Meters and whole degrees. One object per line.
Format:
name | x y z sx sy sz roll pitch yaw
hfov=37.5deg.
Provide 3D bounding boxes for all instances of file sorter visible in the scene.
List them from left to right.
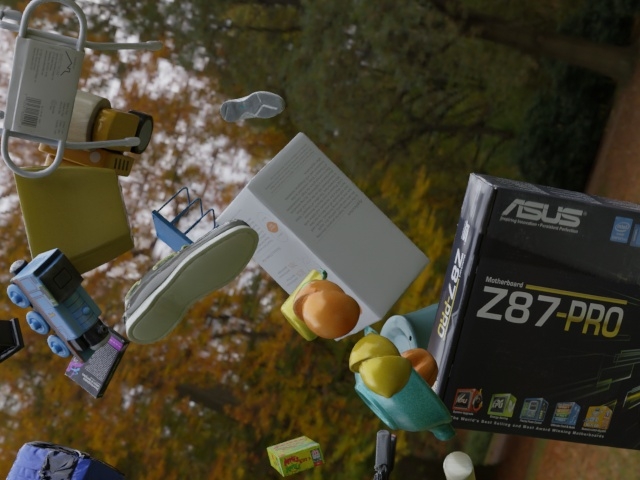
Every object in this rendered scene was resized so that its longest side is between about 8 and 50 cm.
file sorter | -0.265 -0.016 2.045 0.104 0.170 0.118 -45 -15 -20

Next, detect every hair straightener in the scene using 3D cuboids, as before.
hair straightener | 0.144 0.585 2.355 0.089 0.047 0.230 45 -128 -53

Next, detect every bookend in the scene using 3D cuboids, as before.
bookend | -0.756 0.228 2.041 0.156 0.157 0.072 12 -127 -55

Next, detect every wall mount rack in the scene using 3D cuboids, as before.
wall mount rack | -0.462 -0.286 1.755 0.130 0.304 0.350 -114 39 -60

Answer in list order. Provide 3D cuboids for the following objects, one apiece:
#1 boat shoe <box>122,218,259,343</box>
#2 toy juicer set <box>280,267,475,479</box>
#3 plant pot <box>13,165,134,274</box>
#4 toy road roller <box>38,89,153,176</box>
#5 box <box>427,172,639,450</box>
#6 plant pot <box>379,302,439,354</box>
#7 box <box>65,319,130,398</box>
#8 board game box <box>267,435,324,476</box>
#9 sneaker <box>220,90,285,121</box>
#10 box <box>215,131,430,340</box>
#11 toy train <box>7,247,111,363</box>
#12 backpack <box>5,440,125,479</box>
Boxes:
boat shoe | -0.238 0.058 1.679 0.305 0.091 0.109 -41 -46 14
toy juicer set | 0.094 0.151 1.008 0.089 0.329 0.209 -41 -6 -10
plant pot | -0.481 -0.042 1.889 0.212 0.187 0.212 132 124 -78
toy road roller | -0.510 -0.191 2.018 0.329 0.203 0.240 -1 -71 -82
box | 0.350 0.103 1.219 0.097 0.395 0.318 -122 43 -74
plant pot | 0.268 0.249 1.979 0.272 0.255 0.271 -178 90 -66
box | -0.545 0.287 2.303 0.162 0.116 0.029 -61 -24 7
board game box | -0.056 0.464 2.039 0.181 0.092 0.043 152 102 -78
sneaker | -0.127 -0.271 1.884 0.061 0.152 0.053 -24 -71 -51
box | 0.000 0.000 1.803 0.168 0.345 0.215 -47 5 -27
toy train | -0.383 0.100 1.395 0.184 0.105 0.080 57 -136 -20
backpack | -0.322 0.299 1.146 0.101 0.120 0.098 -66 -28 -27
